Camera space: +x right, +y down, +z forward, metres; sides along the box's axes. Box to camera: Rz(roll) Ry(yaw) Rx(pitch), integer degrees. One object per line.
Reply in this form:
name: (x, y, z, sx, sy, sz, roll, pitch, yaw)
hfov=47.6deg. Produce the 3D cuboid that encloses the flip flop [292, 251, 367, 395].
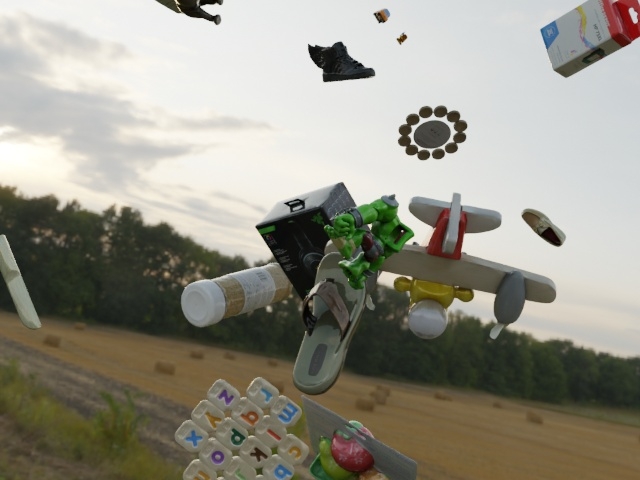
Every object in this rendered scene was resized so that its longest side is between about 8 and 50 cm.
flip flop: (0.006, 0.138, 1.301, 0.112, 0.277, 0.080, -1, -34, 33)

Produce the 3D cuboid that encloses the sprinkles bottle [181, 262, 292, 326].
sprinkles bottle: (-0.226, 0.147, 2.040, 0.121, 0.121, 0.355, 5, 10, 34)

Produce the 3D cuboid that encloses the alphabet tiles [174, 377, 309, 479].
alphabet tiles: (-0.176, 0.460, 1.650, 0.278, 0.284, 0.021, 40, -11, -10)

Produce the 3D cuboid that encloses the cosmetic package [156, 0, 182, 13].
cosmetic package: (-0.398, -0.909, 2.015, 0.327, 0.393, 0.329, 22, -10, -34)

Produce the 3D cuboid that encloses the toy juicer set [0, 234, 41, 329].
toy juicer set: (-0.685, 0.068, 1.332, 0.329, 0.209, 0.089, -1, -8, -16)

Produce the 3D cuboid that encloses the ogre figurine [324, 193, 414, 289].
ogre figurine: (0.082, -0.001, 1.174, 0.097, 0.118, 0.197, 41, -19, 51)

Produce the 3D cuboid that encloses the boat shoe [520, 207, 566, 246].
boat shoe: (0.580, -0.033, 1.889, 0.135, 0.050, 0.045, 35, 34, 5)

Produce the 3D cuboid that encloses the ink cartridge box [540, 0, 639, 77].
ink cartridge box: (0.691, -0.532, 1.842, 0.231, 0.134, 0.078, -28, -26, 38)

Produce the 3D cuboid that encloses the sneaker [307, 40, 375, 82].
sneaker: (0.045, -0.390, 1.572, 0.170, 0.089, 0.051, 6, 16, 43)

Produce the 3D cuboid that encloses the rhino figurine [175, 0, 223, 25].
rhino figurine: (-0.293, -0.562, 1.563, 0.106, 0.073, 0.243, 18, -15, 18)

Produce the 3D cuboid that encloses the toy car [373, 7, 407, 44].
toy car: (0.199, -0.600, 2.030, 0.122, 0.040, 0.060, 52, -4, -4)

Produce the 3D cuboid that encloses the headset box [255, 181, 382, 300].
headset box: (0.000, 0.000, 1.935, 0.246, 0.131, 0.283, -13, -64, 39)

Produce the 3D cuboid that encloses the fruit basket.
fruit basket: (0.105, 0.543, 1.826, 0.327, 0.165, 0.353, 25, -40, 26)

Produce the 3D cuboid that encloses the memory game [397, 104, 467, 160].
memory game: (0.292, -0.278, 1.892, 0.186, 0.012, 0.186, -1, -41, -1)

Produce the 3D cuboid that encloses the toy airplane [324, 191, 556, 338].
toy airplane: (0.256, 0.077, 1.575, 0.386, 0.272, 0.384, -11, -34, 45)
